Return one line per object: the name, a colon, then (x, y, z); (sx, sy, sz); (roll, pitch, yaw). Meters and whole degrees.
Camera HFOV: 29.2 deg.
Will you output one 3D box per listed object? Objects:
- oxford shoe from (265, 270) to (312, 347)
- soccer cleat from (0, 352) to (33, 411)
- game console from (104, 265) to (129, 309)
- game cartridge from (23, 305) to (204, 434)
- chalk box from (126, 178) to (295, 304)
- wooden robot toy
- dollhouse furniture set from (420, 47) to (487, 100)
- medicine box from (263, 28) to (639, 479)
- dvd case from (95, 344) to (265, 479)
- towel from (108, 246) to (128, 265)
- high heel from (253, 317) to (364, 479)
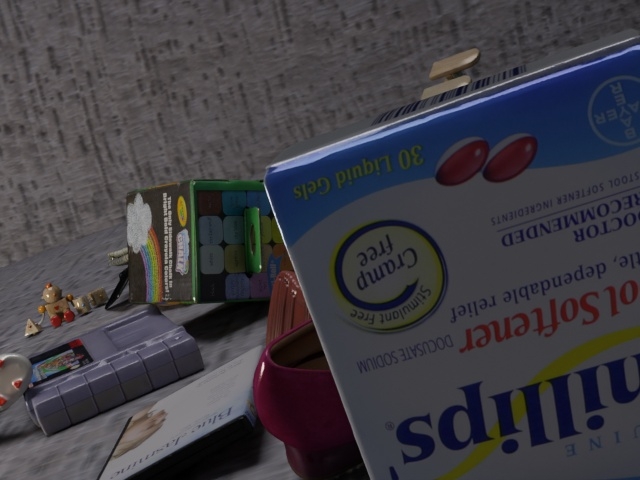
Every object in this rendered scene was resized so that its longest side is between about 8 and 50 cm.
oxford shoe: (0.023, 0.102, 1.356); (0.130, 0.123, 0.348); (5, 1, -16)
soccer cleat: (-0.443, 0.210, 1.602); (0.196, 0.068, 0.076); (-43, -2, 14)
game console: (-0.341, 0.082, 2.289); (0.107, 0.071, 0.122); (-2, -13, -23)
game cartridge: (-0.305, 0.170, 1.718); (0.230, 0.068, 0.355); (-18, 9, -15)
chalk box: (-0.144, 0.004, 1.810); (0.179, 0.180, 0.289); (-1, -1, -34)
wooden robot toy: (-0.496, 0.116, 2.346); (0.173, 0.079, 0.076); (-23, 10, -17)
dollhouse furniture set: (0.280, -0.169, 1.984); (0.161, 0.212, 0.242); (-16, 37, 33)
medicine box: (0.138, 0.035, 0.844); (0.263, 0.289, 0.149); (-18, 8, 12)
dvd case: (-0.141, 0.190, 1.272); (0.180, 0.022, 0.253); (-29, 9, 6)
towel: (-0.219, -0.015, 2.310); (0.312, 0.056, 0.324); (-10, -3, -25)
high heel: (0.118, 0.061, 1.019); (0.377, 0.127, 0.181); (-35, -31, -15)
